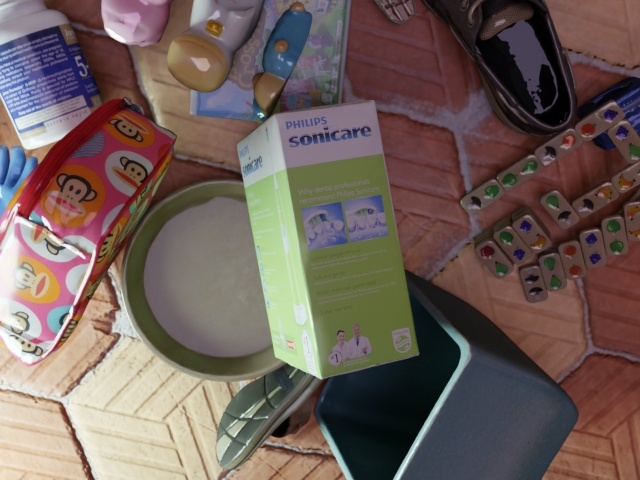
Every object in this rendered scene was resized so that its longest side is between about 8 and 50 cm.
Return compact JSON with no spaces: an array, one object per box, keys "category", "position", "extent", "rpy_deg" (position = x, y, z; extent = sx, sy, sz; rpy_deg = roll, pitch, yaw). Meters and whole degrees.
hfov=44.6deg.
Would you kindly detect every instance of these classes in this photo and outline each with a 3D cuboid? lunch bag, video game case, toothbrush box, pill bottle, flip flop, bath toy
[{"category":"lunch bag","position":[0.381,-0.166,1.010],"extent":[0.098,0.067,0.065],"rpy_deg":[-31,105,7]},{"category":"lunch bag","position":[-0.276,-0.019,0.916],"extent":[0.120,0.258,0.293],"rpy_deg":[33,125,-8]},{"category":"video game case","position":[-0.062,-0.255,0.982],"extent":[0.193,0.023,0.213],"rpy_deg":[4,105,-4]},{"category":"toothbrush box","position":[0.000,0.000,0.916],"extent":[0.122,0.206,0.283],"rpy_deg":[-12,91,-17]},{"category":"pill bottle","position":[-0.339,-0.214,0.932],"extent":[0.112,0.112,0.187],"rpy_deg":[-20,106,2]},{"category":"flip flop","position":[-0.043,0.219,1.083],"extent":[0.277,0.112,0.080],"rpy_deg":[-46,118,4]},{"category":"bath toy","position":[-0.189,-0.273,0.906],"extent":[0.348,0.129,0.151],"rpy_deg":[30,61,-5]}]

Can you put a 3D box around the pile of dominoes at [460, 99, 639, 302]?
[{"category":"pile of dominoes","position":[0.326,-0.033,1.021],"extent":[0.251,0.040,0.196],"rpy_deg":[-35,106,25]}]

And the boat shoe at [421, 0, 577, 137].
[{"category":"boat shoe","position":[0.214,-0.280,0.935],"extent":[0.132,0.130,0.355],"rpy_deg":[-37,104,7]}]

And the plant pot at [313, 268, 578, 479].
[{"category":"plant pot","position":[0.181,0.218,1.023],"extent":[0.252,0.247,0.248],"rpy_deg":[21,104,-24]}]

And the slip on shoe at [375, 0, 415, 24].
[{"category":"slip on shoe","position":[0.074,-0.330,0.960],"extent":[0.051,0.041,0.135],"rpy_deg":[-32,105,6]}]

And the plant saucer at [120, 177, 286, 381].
[{"category":"plant saucer","position":[-0.125,0.053,1.048],"extent":[0.277,0.041,0.278],"rpy_deg":[-1,101,-3]}]

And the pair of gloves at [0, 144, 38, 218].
[{"category":"pair of gloves","position":[-0.439,-0.061,0.981],"extent":[0.198,0.023,0.159],"rpy_deg":[24,96,15]}]
